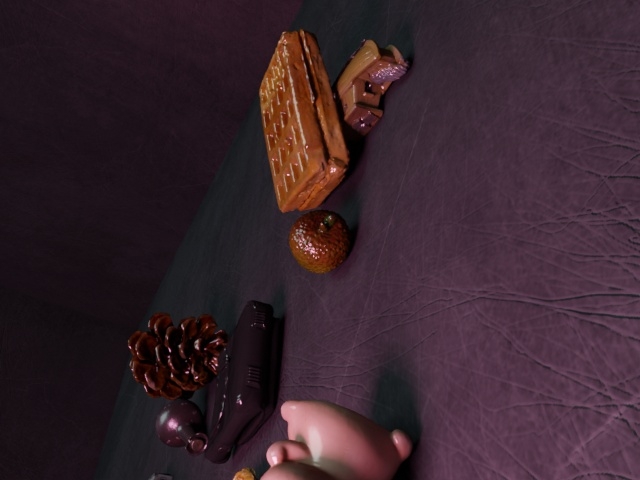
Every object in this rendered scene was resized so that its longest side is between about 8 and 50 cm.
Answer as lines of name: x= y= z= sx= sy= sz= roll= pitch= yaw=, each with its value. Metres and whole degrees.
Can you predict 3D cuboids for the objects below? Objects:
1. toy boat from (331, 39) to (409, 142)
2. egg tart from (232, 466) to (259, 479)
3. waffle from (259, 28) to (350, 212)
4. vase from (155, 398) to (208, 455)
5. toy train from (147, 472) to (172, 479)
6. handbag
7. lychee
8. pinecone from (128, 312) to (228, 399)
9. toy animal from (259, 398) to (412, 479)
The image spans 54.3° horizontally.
toy boat: x=0.067 y=-0.269 z=1.280 sx=0.321 sy=0.089 sz=0.121 roll=-49 pitch=42 yaw=49
egg tart: x=-0.127 y=0.445 z=1.039 sx=0.130 sy=0.052 sz=0.130 roll=-53 pitch=24 yaw=36
waffle: x=-0.045 y=-0.244 z=1.304 sx=0.224 sy=0.098 sz=0.328 roll=137 pitch=123 yaw=-60
vase: x=-0.332 y=0.465 z=1.532 sx=0.183 sy=0.120 sz=0.120 roll=16 pitch=84 yaw=59
toy train: x=-0.476 y=0.710 z=1.739 sx=0.252 sy=0.055 sz=0.048 roll=-51 pitch=33 yaw=44
handbag: x=-0.160 y=0.287 z=1.275 sx=0.244 sy=0.088 sz=0.275 roll=-57 pitch=24 yaw=37
lychee: x=0.000 y=0.000 z=1.113 sx=0.146 sy=0.114 sz=0.114 roll=108 pitch=175 yaw=-59
pinecone: x=-0.364 y=0.291 z=1.622 sx=0.309 sy=0.244 sz=0.244 roll=-29 pitch=39 yaw=39
toy animal: x=0.000 y=0.279 z=0.670 sx=0.171 sy=0.171 sz=0.198 roll=-44 pitch=17 yaw=52
